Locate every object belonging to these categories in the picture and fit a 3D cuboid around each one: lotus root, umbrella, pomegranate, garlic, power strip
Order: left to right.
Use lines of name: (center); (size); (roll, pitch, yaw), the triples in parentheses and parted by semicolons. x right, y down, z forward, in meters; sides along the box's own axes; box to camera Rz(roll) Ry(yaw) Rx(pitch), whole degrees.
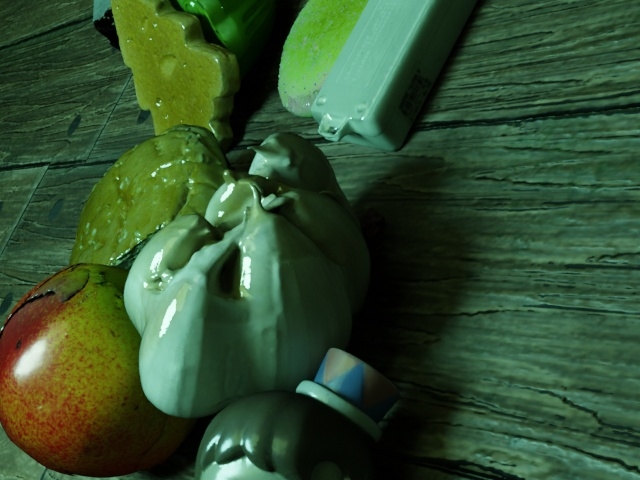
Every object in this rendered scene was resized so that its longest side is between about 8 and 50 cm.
pomegranate: (-0.201, 0.118, 1.195); (0.235, 0.210, 0.210); (-41, 33, 22)
lotus root: (-0.117, -0.298, 1.544); (0.186, 0.186, 0.186); (-36, 35, 31)
garlic: (-0.044, 0.030, 1.042); (0.281, 0.184, 0.203); (-39, -28, -39)
umbrella: (0.000, 0.000, 1.194); (0.165, 0.025, 0.027); (-20, 24, 44)
power strip: (0.099, -0.233, 1.231); (0.098, 0.058, 0.338); (17, 75, 50)

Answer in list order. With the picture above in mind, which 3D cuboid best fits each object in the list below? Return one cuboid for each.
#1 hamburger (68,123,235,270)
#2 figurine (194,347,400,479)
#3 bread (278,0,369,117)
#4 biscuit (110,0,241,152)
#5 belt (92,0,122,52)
hamburger: (-0.176, -0.014, 1.360); (0.309, 0.132, 0.211); (-35, 38, 35)
figurine: (-0.034, 0.202, 0.907); (0.158, 0.161, 0.276); (99, -172, -55)
bread: (0.027, -0.236, 1.376); (0.228, 0.033, 0.228); (-35, 38, 32)
biscuit: (-0.175, -0.205, 1.494); (0.041, 0.239, 0.212); (-25, -14, -34)
belt: (-0.202, -0.385, 1.727); (0.289, 0.164, 0.184); (-55, 38, 2)
